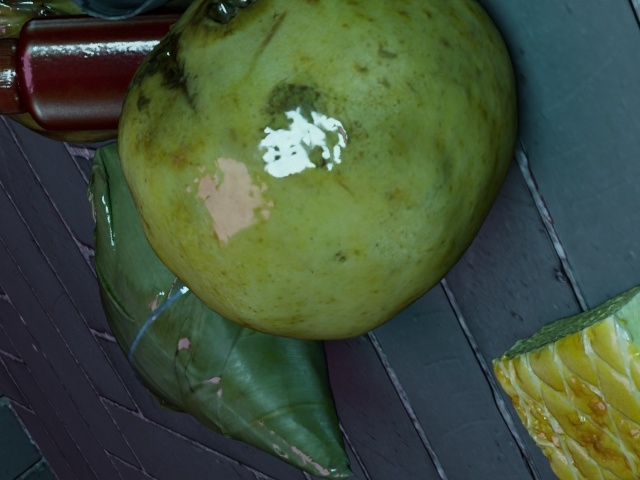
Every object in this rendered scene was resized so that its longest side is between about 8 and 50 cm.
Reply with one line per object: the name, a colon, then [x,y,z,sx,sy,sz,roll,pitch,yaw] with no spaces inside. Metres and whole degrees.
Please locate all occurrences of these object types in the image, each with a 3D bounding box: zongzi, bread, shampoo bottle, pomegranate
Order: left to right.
shampoo bottle: [-0.150,-0.131,1.075,0.102,0.260,0.064,86,-177,-47]
zongzi: [-0.076,0.131,1.315,0.393,0.174,0.356,56,163,28]
pomegranate: [0.002,-0.064,0.876,0.260,0.260,0.260,40,153,25]
bread: [0.205,0.107,0.967,0.125,0.068,0.188,53,156,0]

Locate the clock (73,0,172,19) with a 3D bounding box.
clock: [-0.149,-0.306,0.943,0.312,0.061,0.313,36,136,44]

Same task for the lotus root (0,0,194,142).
lotus root: [-0.217,-0.191,1.198,0.272,0.192,0.272,35,144,31]
